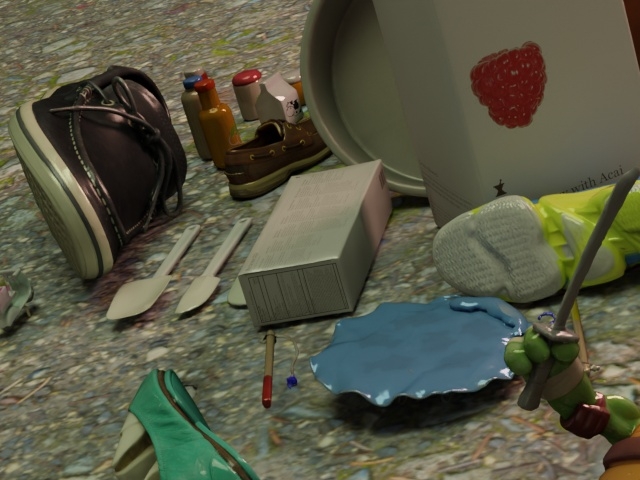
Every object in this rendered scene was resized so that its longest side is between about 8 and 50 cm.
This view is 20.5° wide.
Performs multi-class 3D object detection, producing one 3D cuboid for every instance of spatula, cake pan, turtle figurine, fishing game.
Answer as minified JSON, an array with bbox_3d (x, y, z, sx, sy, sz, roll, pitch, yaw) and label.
[{"bbox_3d":[-0.108,0.019,1.779,0.168,0.019,0.242,-11,21,17],"label":"spatula"},{"bbox_3d":[0.124,-0.186,1.800,0.293,0.293,0.054,-10,-9,18],"label":"cake pan"},{"bbox_3d":[0.179,0.121,0.985,0.266,0.197,0.275,-53,-5,-31],"label":"turtle figurine"},{"bbox_3d":[0.082,0.092,1.415,0.264,0.041,0.189,-8,21,2],"label":"fishing game"}]

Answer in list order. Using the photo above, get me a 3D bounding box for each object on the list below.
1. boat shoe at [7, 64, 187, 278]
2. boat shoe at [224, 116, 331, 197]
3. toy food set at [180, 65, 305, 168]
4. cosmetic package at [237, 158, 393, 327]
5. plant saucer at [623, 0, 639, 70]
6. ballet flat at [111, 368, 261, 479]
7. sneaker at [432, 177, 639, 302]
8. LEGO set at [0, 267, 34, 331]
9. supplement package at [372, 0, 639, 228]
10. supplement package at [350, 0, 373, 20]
[{"bbox_3d":[-0.235,-0.095,1.947,0.156,0.187,0.500,-23,15,2],"label":"boat shoe"},{"bbox_3d":[-0.041,-0.109,1.994,0.064,0.060,0.178,4,29,44],"label":"boat shoe"},{"bbox_3d":[-0.101,-0.178,2.155,0.111,0.105,0.232,-3,25,33],"label":"toy food set"},{"bbox_3d":[0.000,0.000,1.681,0.098,0.060,0.239,-8,22,16],"label":"cosmetic package"},{"bbox_3d":[0.330,-0.218,1.808,0.200,0.200,0.037,-11,43,17],"label":"plant saucer"},{"bbox_3d":[-0.113,0.164,1.331,0.087,0.083,0.247,-35,21,-8],"label":"ballet flat"},{"bbox_3d":[0.222,-0.004,1.515,0.240,0.091,0.126,-8,4,25],"label":"sneaker"},{"bbox_3d":[-0.435,0.047,1.837,0.287,0.107,0.132,-11,21,16],"label":"LEGO set"},{"bbox_3d":[0.174,-0.152,1.603,0.177,0.293,0.175,-22,21,-11],"label":"supplement package"},{"bbox_3d":[0.162,-0.242,1.969,0.261,0.204,0.145,-18,21,-5],"label":"supplement package"}]
